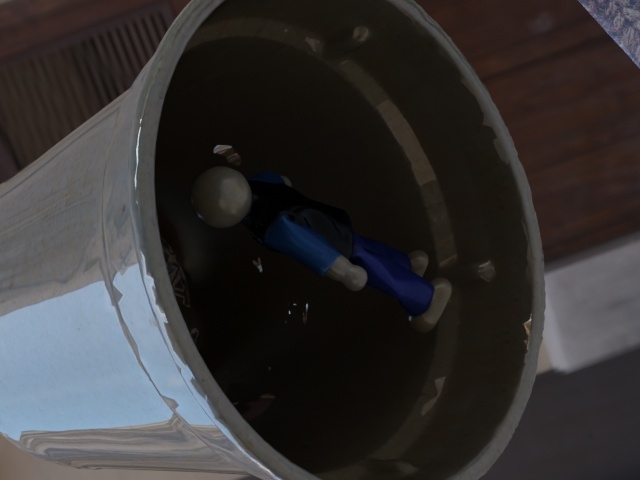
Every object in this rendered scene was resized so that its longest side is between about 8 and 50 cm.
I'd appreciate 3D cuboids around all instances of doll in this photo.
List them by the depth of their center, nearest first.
[{"bbox_3d":[0.000,0.000,0.910,0.189,0.046,0.129,27,-164,-33],"label":"doll"}]

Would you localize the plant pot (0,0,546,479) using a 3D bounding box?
[{"bbox_3d":[-0.076,0.026,0.948,0.334,0.305,0.334,17,-114,-41],"label":"plant pot"}]

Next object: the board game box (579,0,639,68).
[{"bbox_3d":[0.398,-0.292,1.326,0.141,0.232,0.291,49,-140,7],"label":"board game box"}]
